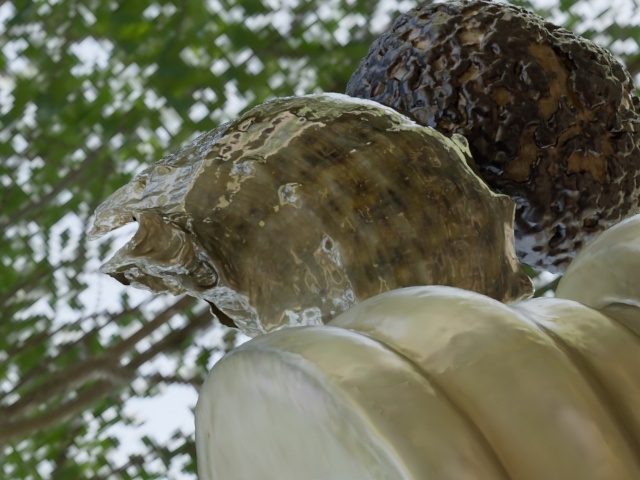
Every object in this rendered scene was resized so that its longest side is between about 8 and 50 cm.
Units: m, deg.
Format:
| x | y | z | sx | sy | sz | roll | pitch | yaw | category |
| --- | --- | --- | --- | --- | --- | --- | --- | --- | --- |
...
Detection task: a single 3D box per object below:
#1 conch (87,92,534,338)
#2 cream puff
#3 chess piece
| x | y | z | sx | sy | sz | roll | pitch | yaw | category |
| --- | --- | --- | --- | --- | --- | --- | --- | --- | --- |
| 0.011 | -0.012 | 0.961 | 0.291 | 0.159 | 0.210 | 22 | -159 | -40 | conch |
| 0.132 | -0.082 | 1.188 | 0.239 | 0.165 | 0.239 | 21 | -166 | -6 | cream puff |
| 0.121 | 0.053 | 0.588 | 0.299 | 0.167 | 0.167 | -25 | -101 | -27 | chess piece |
